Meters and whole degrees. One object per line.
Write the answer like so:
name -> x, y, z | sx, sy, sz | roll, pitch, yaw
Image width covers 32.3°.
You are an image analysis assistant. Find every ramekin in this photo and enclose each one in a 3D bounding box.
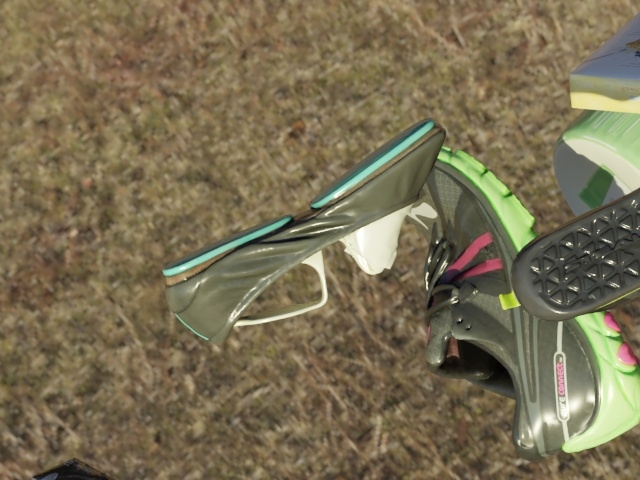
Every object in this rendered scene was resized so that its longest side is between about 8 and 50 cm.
ramekin -> 0.460, -0.080, 1.502 | 0.148, 0.303, 0.303 | -40, 34, -13

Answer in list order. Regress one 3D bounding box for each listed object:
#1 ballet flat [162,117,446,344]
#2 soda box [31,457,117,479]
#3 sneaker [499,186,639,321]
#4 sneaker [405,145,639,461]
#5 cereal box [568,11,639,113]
ballet flat -> 0.000, 0.000, 0.958 | 0.280, 0.096, 0.095 | -30, 9, 1
soda box -> -0.219, 0.271, 1.094 | 0.053, 0.060, 0.169 | -21, 21, -39
sneaker -> 0.243, -0.001, 0.813 | 0.235, 0.097, 0.084 | -17, 79, 3
sneaker -> 0.184, 0.057, 1.307 | 0.202, 0.185, 0.483 | -35, 44, 4
cereal box -> 0.409, -0.209, 1.243 | 0.173, 0.047, 0.240 | 10, 35, 36
